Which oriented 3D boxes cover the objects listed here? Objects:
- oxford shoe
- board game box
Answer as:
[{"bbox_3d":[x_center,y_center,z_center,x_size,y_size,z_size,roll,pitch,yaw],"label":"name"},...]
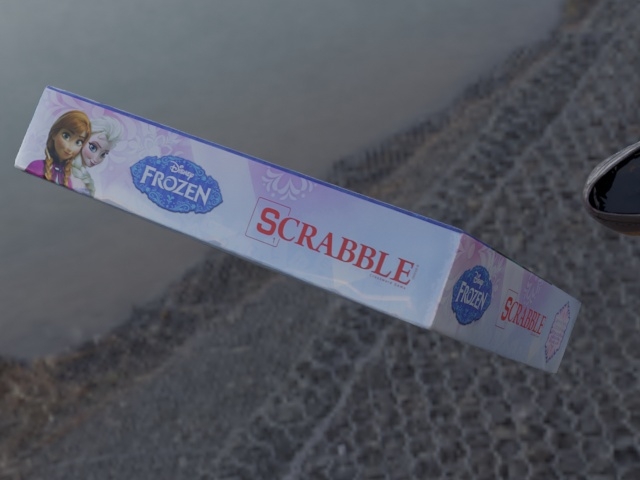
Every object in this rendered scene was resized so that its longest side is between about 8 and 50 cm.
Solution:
[{"bbox_3d":[0.333,-0.068,1.043,0.271,0.097,0.098,-25,-8,22],"label":"oxford shoe"},{"bbox_3d":[0.000,0.000,0.971,0.318,0.066,0.318,21,-1,24],"label":"board game box"}]
